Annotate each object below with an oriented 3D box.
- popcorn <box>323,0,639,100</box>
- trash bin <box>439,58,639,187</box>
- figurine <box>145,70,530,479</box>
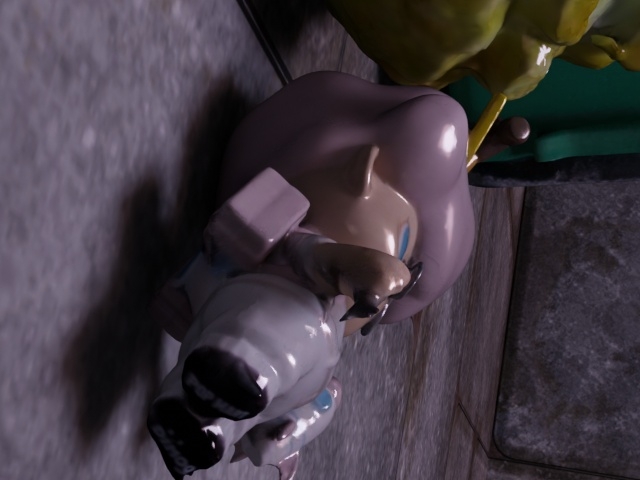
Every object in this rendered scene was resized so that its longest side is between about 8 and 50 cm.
[{"bbox_3d":[0.079,-0.173,0.478,0.221,0.184,0.204,-75,163,-45],"label":"popcorn"},{"bbox_3d":[0.171,-0.242,0.692,0.259,0.295,0.381,-66,147,-49],"label":"trash bin"},{"bbox_3d":[0.000,0.000,0.408,0.137,0.112,0.229,-59,176,38],"label":"figurine"}]
